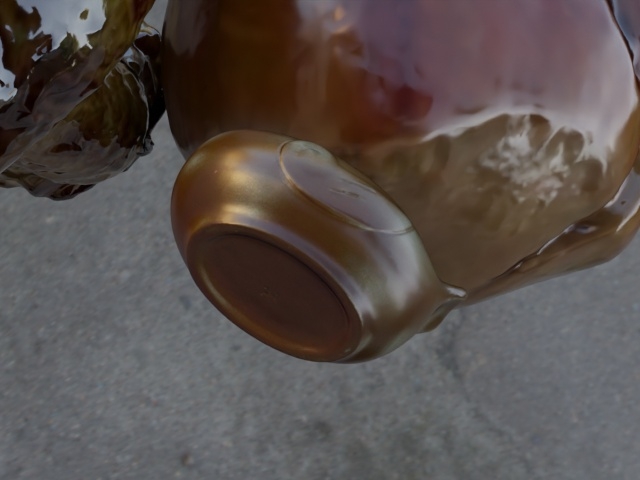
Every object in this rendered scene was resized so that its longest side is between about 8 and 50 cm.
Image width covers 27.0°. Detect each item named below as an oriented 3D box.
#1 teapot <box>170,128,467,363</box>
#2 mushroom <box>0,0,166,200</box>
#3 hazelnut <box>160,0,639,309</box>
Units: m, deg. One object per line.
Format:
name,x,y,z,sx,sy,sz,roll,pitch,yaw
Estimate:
teapot,0.000,0.000,0.557,0.129,0.098,0.078,33,49,-1
mushroom,-0.213,-0.096,0.745,0.331,0.334,0.356,-31,128,-14
hazelnut,0.063,-0.123,0.879,0.372,0.315,0.372,8,77,-40
